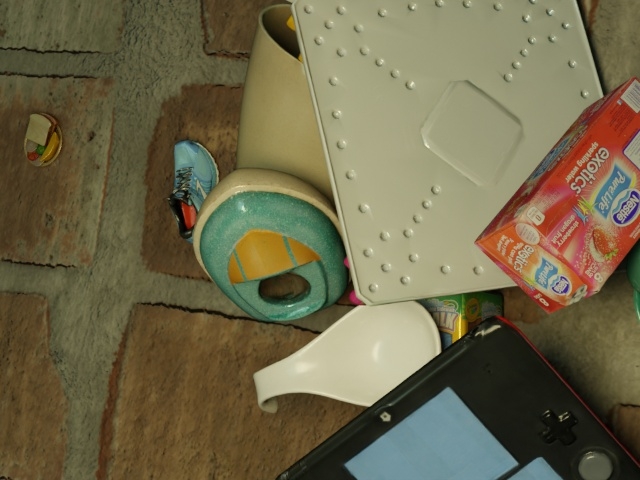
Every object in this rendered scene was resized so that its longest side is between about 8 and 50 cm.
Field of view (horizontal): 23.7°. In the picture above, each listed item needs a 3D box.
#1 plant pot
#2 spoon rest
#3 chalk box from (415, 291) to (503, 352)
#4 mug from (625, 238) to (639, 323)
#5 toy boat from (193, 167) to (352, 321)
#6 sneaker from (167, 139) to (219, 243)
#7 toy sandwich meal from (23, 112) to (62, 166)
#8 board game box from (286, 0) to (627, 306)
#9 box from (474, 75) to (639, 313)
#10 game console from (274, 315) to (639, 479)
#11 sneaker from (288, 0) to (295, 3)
[{"bbox_3d":[-0.008,-0.135,2.029,0.256,0.256,0.274,39,121,28],"label":"plant pot"},{"bbox_3d":[0.026,0.157,1.890,0.276,0.084,0.137,-21,74,29],"label":"spoon rest"},{"bbox_3d":[0.152,0.122,1.943,0.132,0.132,0.213,-3,83,30],"label":"chalk box"},{"bbox_3d":[0.415,0.027,1.800,0.097,0.129,0.158,38,86,30],"label":"mug"},{"bbox_3d":[0.000,0.000,1.908,0.318,0.267,0.148,-19,50,14],"label":"toy boat"},{"bbox_3d":[-0.186,-0.071,2.200,0.063,0.073,0.162,-18,75,27],"label":"sneaker"},{"bbox_3d":[-0.438,-0.158,2.383,0.085,0.029,0.086,-4,81,30],"label":"toy sandwich meal"},{"bbox_3d":[0.176,-0.123,1.855,0.050,0.390,0.390,137,123,-63],"label":"board game box"},{"bbox_3d":[0.317,-0.053,1.783,0.128,0.122,0.257,44,63,-4],"label":"box"},{"bbox_3d":[0.182,0.317,1.842,0.386,0.060,0.342,-39,103,19],"label":"game console"},{"bbox_3d":[0.049,-0.352,1.983,0.256,0.094,0.151,27,132,15],"label":"sneaker"}]
